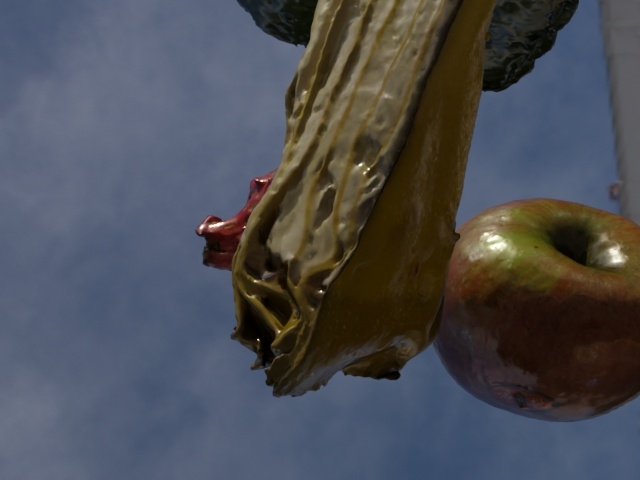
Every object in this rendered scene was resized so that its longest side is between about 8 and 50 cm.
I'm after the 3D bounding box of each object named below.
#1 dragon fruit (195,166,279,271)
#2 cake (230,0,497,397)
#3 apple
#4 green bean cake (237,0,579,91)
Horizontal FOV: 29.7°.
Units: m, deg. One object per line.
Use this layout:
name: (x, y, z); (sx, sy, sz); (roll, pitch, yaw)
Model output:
dragon fruit: (0.000, 0.000, 1.325); (0.268, 0.205, 0.210); (-8, -33, -5)
cake: (0.004, -0.033, 0.442); (0.116, 0.079, 0.185); (-20, -52, -46)
apple: (0.284, 0.095, 1.486); (0.277, 0.309, 0.250); (-27, -44, -41)
green bean cake: (0.096, -0.322, 1.141); (0.335, 0.319, 0.218); (18, -118, -9)
